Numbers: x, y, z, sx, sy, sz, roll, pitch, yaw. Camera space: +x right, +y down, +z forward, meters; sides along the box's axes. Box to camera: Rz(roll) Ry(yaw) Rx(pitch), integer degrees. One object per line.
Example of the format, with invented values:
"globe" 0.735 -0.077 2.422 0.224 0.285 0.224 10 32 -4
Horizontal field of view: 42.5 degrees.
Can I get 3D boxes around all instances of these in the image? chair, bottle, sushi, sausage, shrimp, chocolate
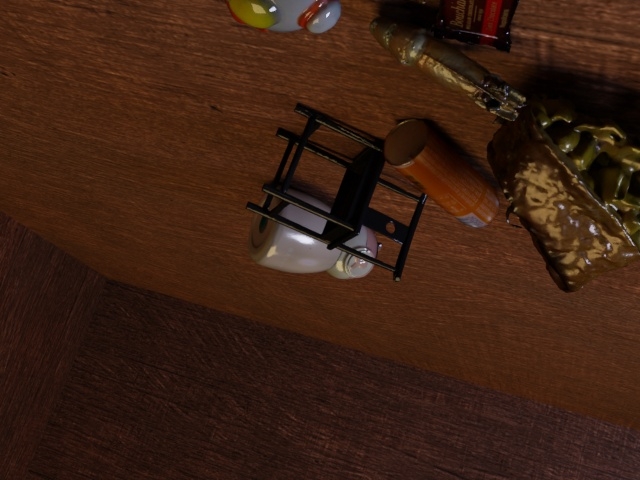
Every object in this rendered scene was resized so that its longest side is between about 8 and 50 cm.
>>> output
"chair" 0.043 -0.063 1.197 0.260 0.155 0.141 24 165 -11
"bottle" 0.000 0.000 1.504 0.236 0.148 0.147 17 167 -23
"sushi" 0.295 -0.055 0.911 0.179 0.167 0.296 -29 114 18
"sausage" 0.179 -0.079 1.129 0.071 0.071 0.234 4 158 44
"shrimp" 0.126 -0.174 0.833 0.180 0.041 0.099 33 -172 13
"chocolate" 0.146 -0.220 0.756 0.086 0.028 0.182 13 167 10

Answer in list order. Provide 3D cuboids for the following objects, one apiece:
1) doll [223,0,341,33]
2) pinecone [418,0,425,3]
"doll" -0.051 -0.266 0.672 0.199 0.105 0.336 41 166 6
"pinecone" 0.077 -0.238 0.620 0.102 0.109 0.102 20 -171 -3
